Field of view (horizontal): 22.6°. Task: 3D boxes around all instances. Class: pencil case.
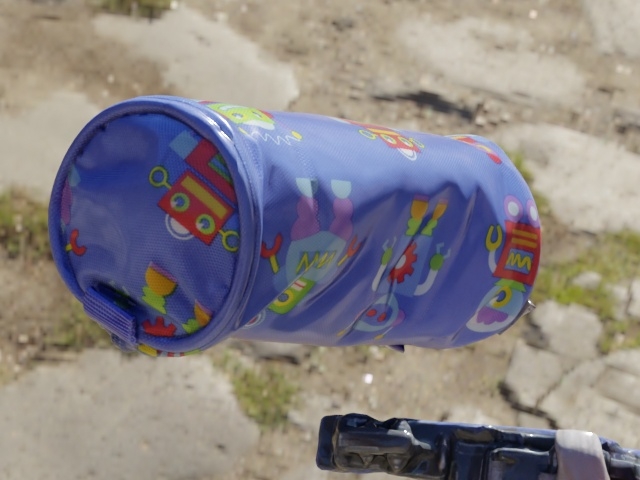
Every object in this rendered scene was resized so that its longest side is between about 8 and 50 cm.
[{"bbox_3d":[0.000,0.000,0.826,0.119,0.133,0.306,28,14,32],"label":"pencil case"}]

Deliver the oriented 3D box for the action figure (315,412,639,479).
[{"bbox_3d":[0.153,0.178,0.756,0.341,0.178,0.330,6,-2,9],"label":"action figure"}]
